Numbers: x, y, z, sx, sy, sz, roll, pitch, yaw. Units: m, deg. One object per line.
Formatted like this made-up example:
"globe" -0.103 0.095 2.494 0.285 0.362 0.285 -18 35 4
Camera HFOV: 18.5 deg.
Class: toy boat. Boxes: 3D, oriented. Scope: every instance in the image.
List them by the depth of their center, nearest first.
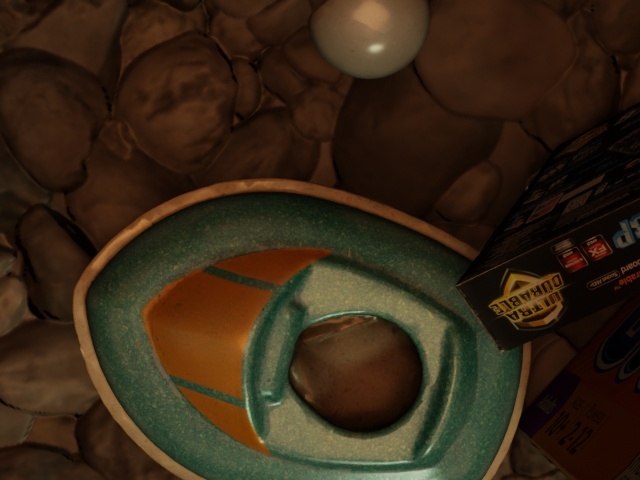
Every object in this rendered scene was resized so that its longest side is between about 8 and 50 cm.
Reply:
"toy boat" 0.000 0.000 1.117 0.267 0.148 0.318 11 92 -2

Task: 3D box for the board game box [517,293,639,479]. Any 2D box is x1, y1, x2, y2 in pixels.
"board game box" 0.371 0.108 1.028 0.356 0.356 0.356 43 90 -3

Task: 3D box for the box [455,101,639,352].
"box" 0.194 -0.038 1.053 0.220 0.175 0.051 -28 103 37
